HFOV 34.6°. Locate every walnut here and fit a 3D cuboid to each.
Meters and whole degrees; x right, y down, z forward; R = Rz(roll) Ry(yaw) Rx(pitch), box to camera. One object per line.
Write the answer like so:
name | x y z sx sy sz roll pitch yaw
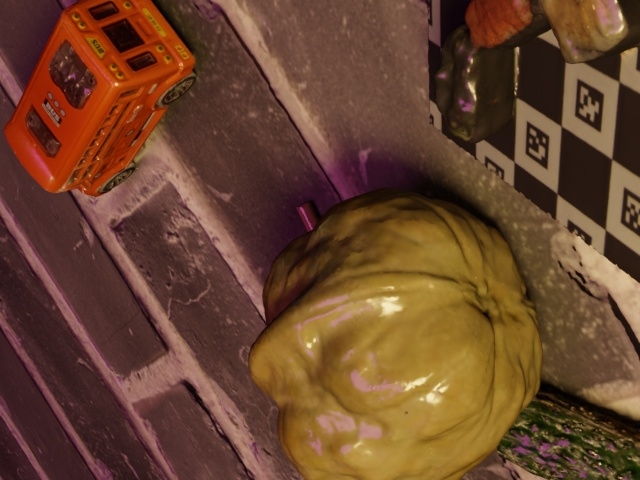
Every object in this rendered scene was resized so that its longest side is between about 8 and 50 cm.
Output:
walnut | 0.069 0.100 0.988 0.277 0.253 0.282 -42 75 44

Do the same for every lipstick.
lipstick | 0.000 0.000 1.184 0.019 0.019 0.094 -17 102 50

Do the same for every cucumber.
cucumber | 0.295 0.224 0.972 0.359 0.096 0.096 23 130 39

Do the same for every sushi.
sushi | 0.137 -0.173 0.772 0.343 0.064 0.359 -131 28 -51

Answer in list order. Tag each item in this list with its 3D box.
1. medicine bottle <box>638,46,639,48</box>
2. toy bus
medicine bottle | 0.291 -0.228 0.630 0.152 0.152 0.254 36 138 25
toy bus | -0.286 -0.164 1.270 0.143 0.153 0.329 53 141 3
